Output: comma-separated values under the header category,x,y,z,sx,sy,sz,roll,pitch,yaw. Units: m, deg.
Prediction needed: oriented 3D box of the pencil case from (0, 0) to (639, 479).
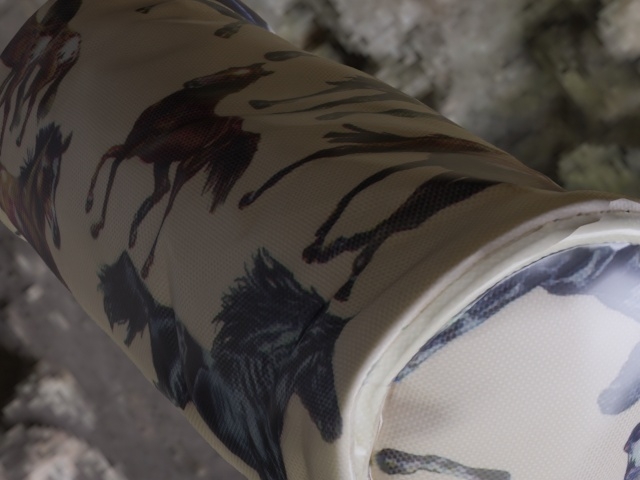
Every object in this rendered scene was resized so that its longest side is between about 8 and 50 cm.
category,x,y,z,sx,sy,sz,roll,pitch,yaw
pencil case,0.000,0.000,0.751,0.410,0.183,0.160,36,-46,55
